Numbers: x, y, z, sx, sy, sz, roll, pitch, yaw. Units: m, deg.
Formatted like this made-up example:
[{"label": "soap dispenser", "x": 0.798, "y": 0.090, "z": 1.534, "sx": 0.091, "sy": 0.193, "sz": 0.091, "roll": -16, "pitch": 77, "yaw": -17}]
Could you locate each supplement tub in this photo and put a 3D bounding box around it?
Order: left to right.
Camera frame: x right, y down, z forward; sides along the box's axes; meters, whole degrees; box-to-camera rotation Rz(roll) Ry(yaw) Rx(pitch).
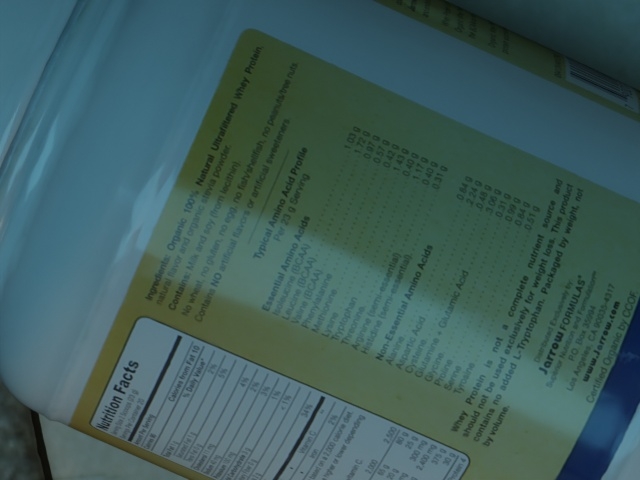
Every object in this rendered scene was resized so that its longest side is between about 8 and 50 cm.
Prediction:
[{"label": "supplement tub", "x": 0.000, "y": 0.000, "z": 0.810, "sx": 0.316, "sy": 0.228, "sz": 0.228, "roll": 24, "pitch": 111, "yaw": -4}]
